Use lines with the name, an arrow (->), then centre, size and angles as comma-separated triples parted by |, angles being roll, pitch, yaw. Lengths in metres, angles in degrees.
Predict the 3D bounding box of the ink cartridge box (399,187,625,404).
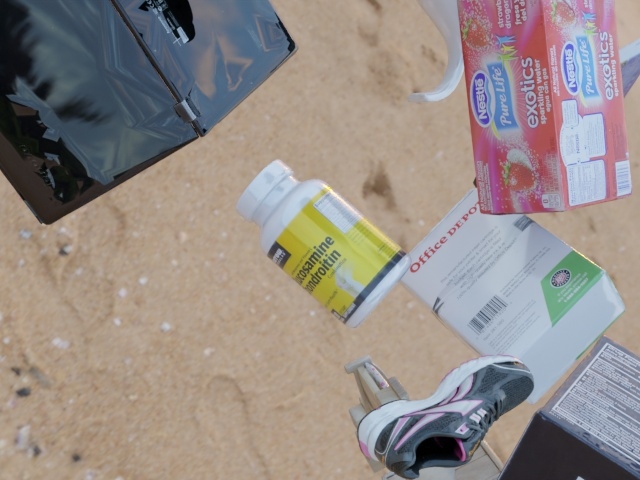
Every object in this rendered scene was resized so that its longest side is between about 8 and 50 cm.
ink cartridge box -> 0.216, 0.058, 1.229 | 0.092, 0.160, 0.219 | 46, -2, -44

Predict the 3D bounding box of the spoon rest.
spoon rest -> 0.189, -0.355, 1.658 | 0.084, 0.137, 0.276 | 0, 97, -31

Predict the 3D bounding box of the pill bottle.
pill bottle -> 0.000, 0.000, 1.125 | 0.184, 0.103, 0.103 | 41, 43, 6

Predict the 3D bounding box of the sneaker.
sneaker -> 0.129, 0.173, 0.971 | 0.178, 0.072, 0.077 | -26, 34, -16

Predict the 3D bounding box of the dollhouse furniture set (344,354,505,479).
dollhouse furniture set -> 0.149, 0.242, 1.528 | 0.173, 0.355, 0.303 | -24, 35, -10

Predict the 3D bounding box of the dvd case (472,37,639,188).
dvd case -> 0.323, -0.168, 1.385 | 0.253, 0.180, 0.022 | -29, 70, -23

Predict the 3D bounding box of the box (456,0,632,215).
box -> 0.243, -0.162, 1.141 | 0.128, 0.122, 0.257 | -12, 98, -39

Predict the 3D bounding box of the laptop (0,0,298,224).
laptop -> -0.305, -0.305, 1.470 | 0.382, 0.236, 0.408 | 58, 47, -19

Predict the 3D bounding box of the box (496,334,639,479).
box -> 0.447, 0.325, 1.482 | 0.296, 0.183, 0.294 | 33, 32, 20
